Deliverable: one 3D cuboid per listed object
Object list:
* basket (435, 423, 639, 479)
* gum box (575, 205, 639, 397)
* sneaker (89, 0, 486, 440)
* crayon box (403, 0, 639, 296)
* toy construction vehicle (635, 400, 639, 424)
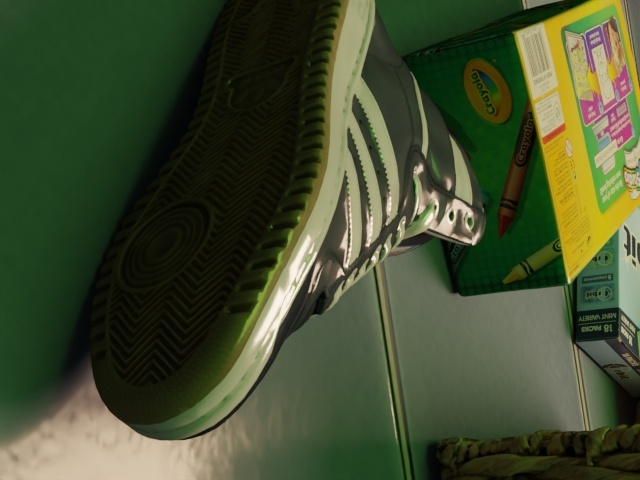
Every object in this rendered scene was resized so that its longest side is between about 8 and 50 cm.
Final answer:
[{"bbox_3d":[0.230,0.231,0.782,0.299,0.214,0.223,17,66,-58],"label":"basket"},{"bbox_3d":[0.270,0.028,1.085,0.157,0.041,0.184,38,50,-51],"label":"gum box"},{"bbox_3d":[0.000,0.000,0.560,0.153,0.099,0.282,55,36,-35],"label":"sneaker"},{"bbox_3d":[0.164,-0.081,0.888,0.278,0.081,0.165,-32,110,-59],"label":"crayon box"},{"bbox_3d":[0.319,0.199,1.129,0.098,0.035,0.086,56,38,-37],"label":"toy construction vehicle"}]
